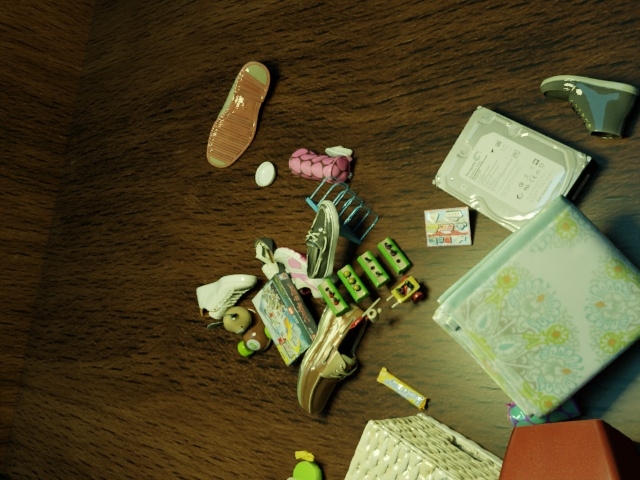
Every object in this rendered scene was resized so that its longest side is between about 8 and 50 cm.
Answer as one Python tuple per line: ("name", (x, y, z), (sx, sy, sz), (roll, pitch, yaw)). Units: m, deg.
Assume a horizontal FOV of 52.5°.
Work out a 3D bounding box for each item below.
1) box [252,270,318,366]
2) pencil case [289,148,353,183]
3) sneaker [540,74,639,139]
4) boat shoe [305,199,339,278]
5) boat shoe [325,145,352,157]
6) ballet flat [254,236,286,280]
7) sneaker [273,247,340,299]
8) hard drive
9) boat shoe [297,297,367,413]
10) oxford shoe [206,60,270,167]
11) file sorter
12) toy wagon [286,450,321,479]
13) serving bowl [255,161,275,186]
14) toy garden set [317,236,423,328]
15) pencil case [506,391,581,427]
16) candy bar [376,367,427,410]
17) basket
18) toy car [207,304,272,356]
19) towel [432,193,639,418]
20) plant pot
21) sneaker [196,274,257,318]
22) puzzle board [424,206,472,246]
("box", (-0.098, 0.228, 1.895), (0.159, 0.044, 0.233), (-47, 65, 41))
("pencil case", (0.000, -0.230, 1.973), (0.209, 0.095, 0.098), (19, 74, 45))
("sneaker", (0.596, -0.305, 1.486), (0.222, 0.083, 0.118), (19, 91, 41))
("boat shoe", (0.000, 0.000, 1.774), (0.078, 0.070, 0.219), (14, 103, 51))
("boat shoe", (0.058, -0.271, 1.979), (0.100, 0.035, 0.035), (18, 63, 46))
("ballet flat", (-0.162, 0.072, 2.042), (0.074, 0.074, 0.203), (-41, 55, 25))
("sneaker", (-0.056, 0.098, 1.921), (0.252, 0.103, 0.111), (25, 93, 43))
("hard drive", (0.459, -0.162, 1.578), (0.339, 0.064, 0.237), (41, 104, 41))
("boat shoe", (0.036, 0.320, 1.769), (0.120, 0.122, 0.324), (18, 90, 38))
("oxford shoe", (-0.284, -0.442, 2.282), (0.397, 0.140, 0.146), (-60, 18, 17))
("file sorter", (0.066, -0.090, 1.861), (0.104, 0.118, 0.170), (-52, 51, 14))
("toy wagon", (-0.041, 0.746, 1.748), (0.267, 0.068, 0.344), (-3, 75, 40))
("serving bowl", (-0.178, -0.218, 2.166), (0.083, 0.027, 0.083), (-13, 69, 38))
("toy garden set", (0.134, 0.123, 1.724), (0.244, 0.049, 0.204), (-35, 55, 1))
("pencil case", (0.484, 0.365, 1.405), (0.152, 0.064, 0.070), (-31, 75, 30))
("candy bar", (0.211, 0.382, 1.667), (0.161, 0.018, 0.040), (29, 97, 43))
("basket", (0.226, 0.602, 1.428), (0.328, 0.266, 0.331), (26, 97, 41))
("toy car", (-0.243, 0.260, 1.977), (0.155, 0.188, 0.149), (-35, 57, 29))
("towel", (0.466, 0.140, 1.343), (0.374, 0.090, 0.320), (-43, 85, 7))
("plant pot", (0.497, 0.487, 1.248), (0.267, 0.267, 0.235), (-18, 53, 36))
("sneaker", (-0.299, 0.187, 2.114), (0.290, 0.106, 0.123), (-24, 67, 46))
("puzzle board", (0.325, -0.034, 1.670), (0.128, 0.011, 0.096), (-3, 95, 40))
